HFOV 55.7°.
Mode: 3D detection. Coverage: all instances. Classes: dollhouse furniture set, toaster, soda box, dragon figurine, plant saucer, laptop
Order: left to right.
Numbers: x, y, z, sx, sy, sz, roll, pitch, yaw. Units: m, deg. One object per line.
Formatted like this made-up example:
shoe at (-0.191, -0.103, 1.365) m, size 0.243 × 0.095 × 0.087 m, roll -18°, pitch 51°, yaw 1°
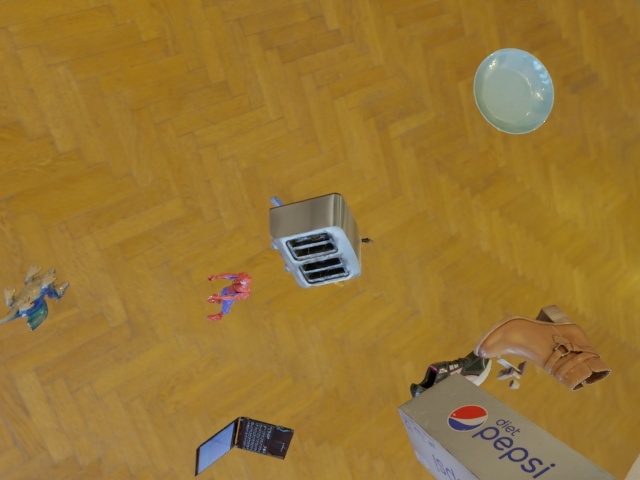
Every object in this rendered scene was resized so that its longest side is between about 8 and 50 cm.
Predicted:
dragon figurine at (-0.708, 0.157, 1.464) m, size 0.085 × 0.144 × 0.289 m, roll 24°, pitch 45°, yaw 0°
laptop at (-0.236, 0.654, 1.862) m, size 0.264 × 0.234 × 0.136 m, roll 15°, pitch 49°, yaw -1°
toaster at (0.000, 0.000, 1.259) m, size 0.110 × 0.186 × 0.168 m, roll -89°, pitch 160°, yaw -44°
dollhouse furniture set at (0.504, 0.370, 1.702) m, size 0.081 × 0.114 × 0.091 m, roll 33°, pitch 59°, yaw -2°
soda box at (0.202, 0.253, 0.662) m, size 0.098 × 0.286 × 0.091 m, roll -26°, pitch 108°, yaw -16°
plant saucer at (0.426, -0.330, 1.357) m, size 0.195 × 0.037 × 0.194 m, roll 1°, pitch 86°, yaw -12°

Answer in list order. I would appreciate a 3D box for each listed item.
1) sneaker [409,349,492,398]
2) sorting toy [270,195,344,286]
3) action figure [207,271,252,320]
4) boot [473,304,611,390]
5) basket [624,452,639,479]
sneaker at (0.244, 0.255, 1.143) m, size 0.178 × 0.072 × 0.077 m, roll -37°, pitch 100°, yaw -19°
sorting toy at (-0.020, -0.010, 1.835) m, size 0.047 × 0.347 × 0.196 m, roll -39°, pitch 168°, yaw 11°
action figure at (-0.294, 0.155, 1.757) m, size 0.139 × 0.280 × 0.091 m, roll 8°, pitch 62°, yaw -32°
boot at (0.379, 0.197, 1.037) m, size 0.197 × 0.152 × 0.073 m, roll -19°, pitch 138°, yaw -12°
basket at (0.462, 0.312, 0.748) m, size 0.167 × 0.103 × 0.113 m, roll -45°, pitch 113°, yaw -22°
